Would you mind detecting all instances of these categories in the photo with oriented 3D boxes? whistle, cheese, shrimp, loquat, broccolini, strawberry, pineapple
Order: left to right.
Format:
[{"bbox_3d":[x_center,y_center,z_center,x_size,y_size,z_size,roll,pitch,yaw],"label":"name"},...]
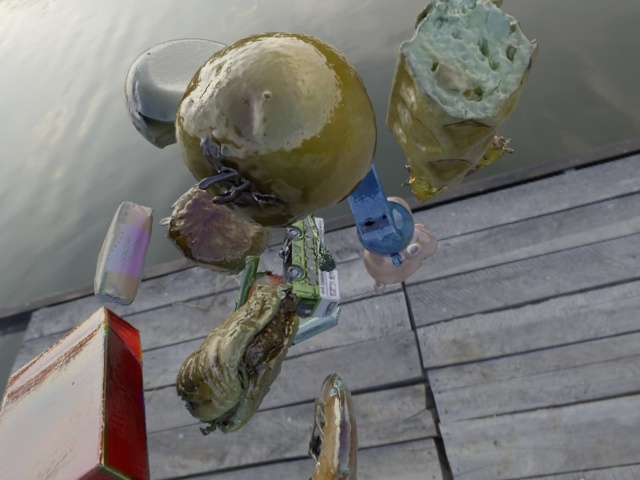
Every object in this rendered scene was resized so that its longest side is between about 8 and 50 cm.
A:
[{"bbox_3d":[-0.181,-0.204,0.654,0.175,0.091,0.202,30,49,13],"label":"cheese"},{"bbox_3d":[-0.234,0.213,1.115,0.079,0.074,0.392,4,72,33],"label":"broccolini"},{"bbox_3d":[-0.181,0.189,1.595,0.147,0.082,0.187,-19,74,-7],"label":"strawberry"},{"bbox_3d":[-0.041,-0.108,0.496,0.213,0.213,0.213,-12,49,14],"label":"loquat"},{"bbox_3d":[-0.052,0.285,1.485,0.312,0.062,0.062,-32,40,35],"label":"whistle"},{"bbox_3d":[0.000,0.000,0.802,0.030,0.035,0.140,-50,35,27],"label":"broccolini"},{"bbox_3d":[0.004,0.259,0.519,0.052,0.251,0.143,11,22,-10],"label":"shrimp"},{"bbox_3d":[0.087,-0.035,0.677,0.090,0.090,0.157,-20,91,7],"label":"whistle"},{"bbox_3d":[0.262,-0.184,0.970,0.233,0.135,0.079,-31,15,26],"label":"pineapple"}]

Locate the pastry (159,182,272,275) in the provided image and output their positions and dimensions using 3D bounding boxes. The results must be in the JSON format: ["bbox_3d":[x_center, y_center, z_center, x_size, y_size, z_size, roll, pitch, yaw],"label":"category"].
[{"bbox_3d":[-0.302,-0.054,1.438,0.330,0.136,0.329,-1,72,3],"label":"pastry"}]

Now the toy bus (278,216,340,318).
[{"bbox_3d":[-0.035,0.061,1.246,0.139,0.113,0.301,11,45,-16],"label":"toy bus"}]

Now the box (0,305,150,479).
[{"bbox_3d":[-0.345,0.256,0.646,0.197,0.089,0.313,-38,35,0],"label":"box"}]

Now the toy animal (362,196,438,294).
[{"bbox_3d":[0.203,-0.005,1.322,0.221,0.210,0.229,47,47,11],"label":"toy animal"}]

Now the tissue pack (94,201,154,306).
[{"bbox_3d":[-0.542,0.043,1.291,0.215,0.123,0.256,-24,57,61],"label":"tissue pack"}]

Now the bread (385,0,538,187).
[{"bbox_3d":[0.218,-0.236,0.766,0.196,0.252,0.238,-25,81,-2],"label":"bread"}]

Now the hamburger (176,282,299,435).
[{"bbox_3d":[-0.114,0.157,0.649,0.130,0.206,0.183,27,31,2],"label":"hamburger"}]
